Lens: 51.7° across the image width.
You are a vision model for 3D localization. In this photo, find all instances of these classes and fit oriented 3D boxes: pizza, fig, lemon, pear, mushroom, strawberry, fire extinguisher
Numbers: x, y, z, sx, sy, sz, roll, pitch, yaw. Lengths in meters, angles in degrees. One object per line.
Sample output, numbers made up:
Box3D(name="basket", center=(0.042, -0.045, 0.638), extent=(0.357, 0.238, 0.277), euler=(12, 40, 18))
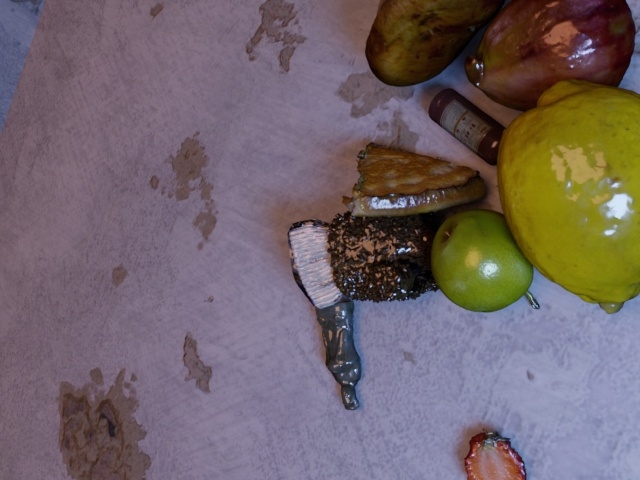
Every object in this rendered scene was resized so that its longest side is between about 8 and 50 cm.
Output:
Box3D(name="pizza", center=(0.128, -0.104, 1.232), extent=(0.288, 0.251, 0.074), euler=(24, 124, 43))
Box3D(name="fig", center=(0.382, -0.321, 1.096), extent=(0.263, 0.224, 0.224), euler=(-17, 71, 42))
Box3D(name="lemon", center=(0.406, -0.074, 0.987), extent=(0.285, 0.285, 0.316), euler=(-40, 60, 24))
Box3D(name="pear", center=(0.293, 0.044, 1.126), extent=(0.166, 0.216, 0.180), euler=(-57, 12, 26))
Box3D(name="mushroom", center=(0.189, -0.459, 1.185), extent=(0.260, 0.345, 0.345), euler=(37, 107, -5))
Box3D(name="strawberry", center=(0.298, 0.391, 1.116), extent=(0.104, 0.048, 0.152), euler=(-10, 89, 28))
Box3D(name="fire extinguisher", center=(0.295, -0.184, 1.223), extent=(0.231, 0.071, 0.099), euler=(49, 137, 31))

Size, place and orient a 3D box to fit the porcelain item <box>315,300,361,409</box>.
Box3D(name="porcelain item", center=(0.041, 0.233, 1.329), extent=(0.081, 0.069, 0.215), euler=(-14, 78, 29))

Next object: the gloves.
Box3D(name="gloves", center=(0.095, 0.033, 1.251), extent=(0.312, 0.135, 0.210), euler=(-15, 67, 18))

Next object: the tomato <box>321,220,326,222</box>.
Box3D(name="tomato", center=(0.000, 0.000, 1.395), extent=(0.087, 0.075, 0.087), euler=(3, 94, 53))
